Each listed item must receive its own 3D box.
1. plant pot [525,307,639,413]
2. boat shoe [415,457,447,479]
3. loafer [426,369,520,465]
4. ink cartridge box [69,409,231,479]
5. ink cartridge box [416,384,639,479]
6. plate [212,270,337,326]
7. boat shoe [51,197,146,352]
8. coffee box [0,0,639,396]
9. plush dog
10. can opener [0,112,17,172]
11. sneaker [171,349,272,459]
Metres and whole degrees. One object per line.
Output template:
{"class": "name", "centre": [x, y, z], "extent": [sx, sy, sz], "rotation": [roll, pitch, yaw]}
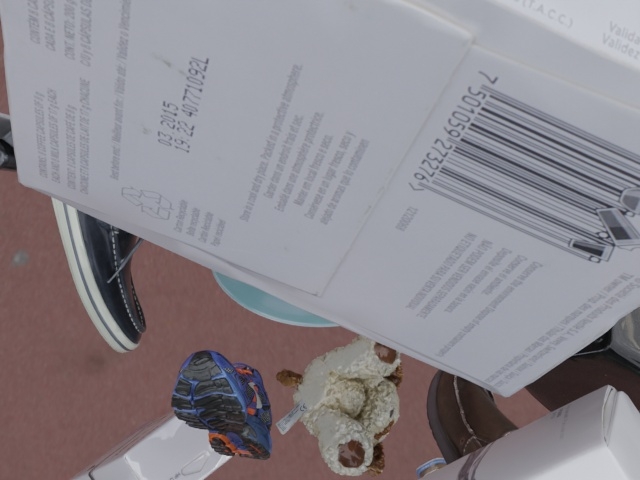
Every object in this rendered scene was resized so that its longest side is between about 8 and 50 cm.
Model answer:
{"class": "plant pot", "centre": [0.273, 0.071, 0.981], "extent": [0.167, 0.188, 0.187], "rotation": [22, 66, -30]}
{"class": "boat shoe", "centre": [0.239, 0.467, 2.005], "extent": [0.066, 0.066, 0.183], "rotation": [-32, 141, 10]}
{"class": "loafer", "centre": [0.261, 0.315, 1.566], "extent": [0.134, 0.366, 0.130], "rotation": [33, 119, -32]}
{"class": "ink cartridge box", "centre": [-0.212, 0.283, 1.344], "extent": [0.148, 0.203, 0.086], "rotation": [-34, 90, -40]}
{"class": "ink cartridge box", "centre": [0.160, 0.274, 0.837], "extent": [0.283, 0.117, 0.207], "rotation": [-33, 92, 23]}
{"class": "plate", "centre": [0.000, 0.000, 0.889], "extent": [0.188, 0.188, 0.024], "rotation": [-4, 129, -6]}
{"class": "boat shoe", "centre": [-0.326, -0.056, 1.644], "extent": [0.156, 0.187, 0.500], "rotation": [-11, 110, -7]}
{"class": "coffee box", "centre": [0.056, -0.166, 0.579], "extent": [0.338, 0.338, 0.334], "rotation": [24, 64, -3]}
{"class": "plush dog", "centre": [0.058, 0.292, 1.896], "extent": [0.225, 0.210, 0.262], "rotation": [34, 67, -47]}
{"class": "can opener", "centre": [-0.403, -0.140, 1.319], "extent": [0.076, 0.283, 0.095], "rotation": [-41, 84, 7]}
{"class": "sneaker", "centre": [-0.104, 0.168, 1.160], "extent": [0.083, 0.087, 0.221], "rotation": [1, 150, 10]}
